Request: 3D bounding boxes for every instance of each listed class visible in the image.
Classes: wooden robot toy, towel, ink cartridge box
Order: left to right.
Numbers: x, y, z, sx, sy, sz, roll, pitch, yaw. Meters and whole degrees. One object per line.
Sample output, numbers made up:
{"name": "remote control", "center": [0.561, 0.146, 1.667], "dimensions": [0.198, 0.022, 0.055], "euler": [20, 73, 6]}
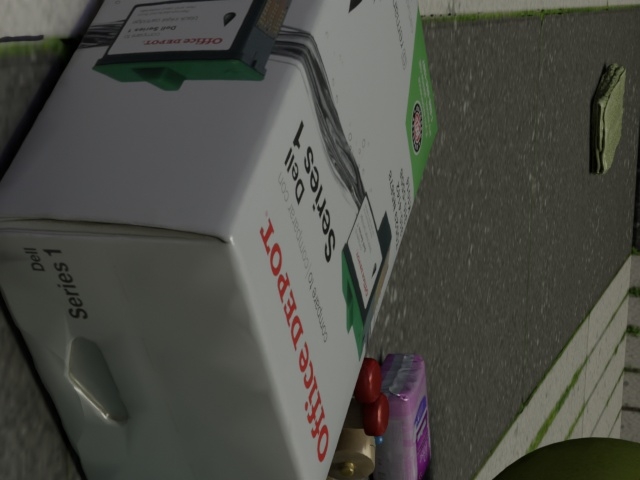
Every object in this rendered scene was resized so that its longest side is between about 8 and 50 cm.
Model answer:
{"name": "ink cartridge box", "center": [-0.028, -0.027, 0.583], "dimensions": [0.160, 0.093, 0.219], "euler": [75, 25, -45]}
{"name": "wooden robot toy", "center": [-0.004, 0.062, 0.732], "dimensions": [0.173, 0.076, 0.079], "euler": [76, 14, -46]}
{"name": "towel", "center": [0.369, -0.156, 1.932], "dimensions": [0.148, 0.027, 0.110], "euler": [-57, 148, -57]}

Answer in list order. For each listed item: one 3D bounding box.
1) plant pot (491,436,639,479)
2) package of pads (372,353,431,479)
{"name": "plant pot", "center": [0.138, 0.294, 0.983], "dimensions": [0.293, 0.275, 0.274], "euler": [-11, 106, -56]}
{"name": "package of pads", "center": [0.051, 0.120, 0.978], "dimensions": [0.050, 0.032, 0.083], "euler": [-54, 145, -54]}
